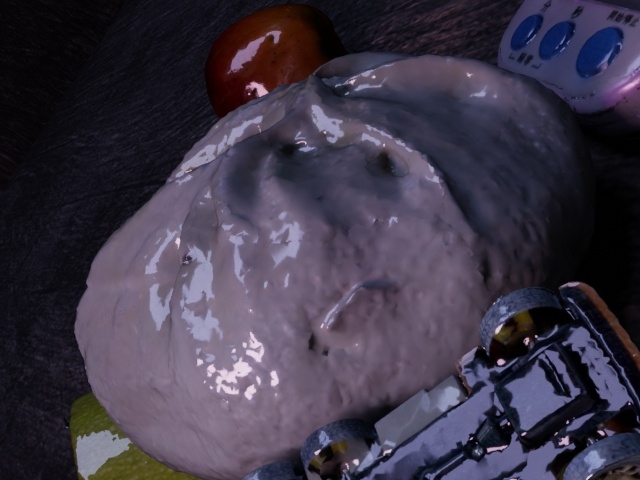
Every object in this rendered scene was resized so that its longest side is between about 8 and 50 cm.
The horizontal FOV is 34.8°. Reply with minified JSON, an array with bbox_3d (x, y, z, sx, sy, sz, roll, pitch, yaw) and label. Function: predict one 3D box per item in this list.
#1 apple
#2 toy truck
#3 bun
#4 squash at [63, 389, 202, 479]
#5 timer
[{"bbox_3d":[-0.048,-0.193,1.155,0.158,0.147,0.156,-41,6,27],"label":"apple"},{"bbox_3d":[0.069,0.144,0.510,0.257,0.140,0.108,-39,43,15],"label":"toy truck"},{"bbox_3d":[0.002,-0.003,0.667,0.354,0.194,0.354,-32,16,10],"label":"bun"},{"bbox_3d":[-0.064,0.172,0.848,0.261,0.189,0.189,-19,24,-8],"label":"squash"},{"bbox_3d":[0.220,-0.163,0.703,0.190,0.069,0.208,-51,23,6],"label":"timer"}]
